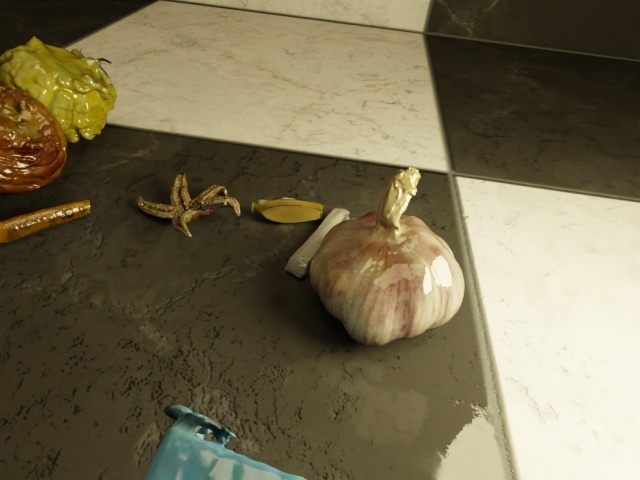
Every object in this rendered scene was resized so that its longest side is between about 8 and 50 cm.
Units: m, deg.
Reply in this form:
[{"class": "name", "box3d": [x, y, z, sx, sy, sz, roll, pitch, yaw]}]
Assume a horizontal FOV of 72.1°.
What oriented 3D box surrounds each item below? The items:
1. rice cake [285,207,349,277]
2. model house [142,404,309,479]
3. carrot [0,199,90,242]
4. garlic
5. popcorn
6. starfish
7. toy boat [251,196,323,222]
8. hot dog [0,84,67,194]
[{"class": "rice cake", "box3d": [0.000, 0.000, 0.841, 0.047, 0.036, 0.207, 11, 39, 24]}, {"class": "model house", "box3d": [-0.062, 0.312, 0.288, 0.215, 0.237, 0.303, 14, 50, 10]}, {"class": "carrot", "box3d": [-0.514, -0.038, 0.815, 0.170, 0.042, 0.042, -25, 49, -36]}, {"class": "garlic", "box3d": [0.112, 0.010, 0.683, 0.244, 0.253, 0.245, 5, 31, -3]}, {"class": "popcorn", "box3d": [-0.601, -0.353, 1.022, 0.249, 0.225, 0.249, 41, 24, -23]}, {"class": "starfish", "box3d": [-0.264, -0.062, 0.866, 0.213, 0.057, 0.238, -6, 37, -3]}, {"class": "toy boat", "box3d": [-0.066, -0.062, 0.898, 0.149, 0.047, 0.049, 0, 26, -12]}, {"class": "hot dog", "box3d": [-0.700, -0.190, 0.839, 0.387, 0.174, 0.267, 3, 37, 6]}]
